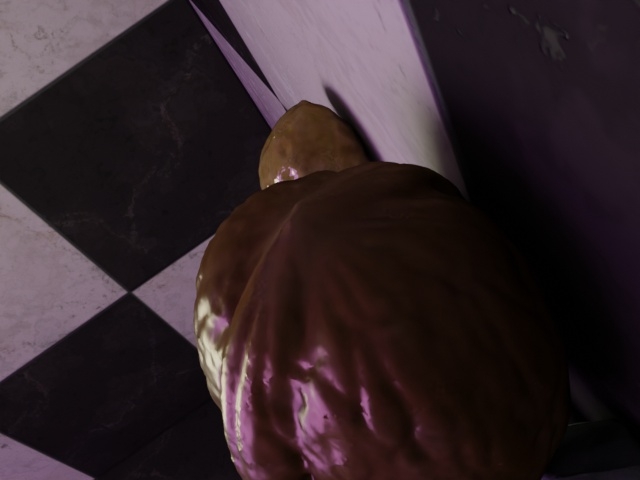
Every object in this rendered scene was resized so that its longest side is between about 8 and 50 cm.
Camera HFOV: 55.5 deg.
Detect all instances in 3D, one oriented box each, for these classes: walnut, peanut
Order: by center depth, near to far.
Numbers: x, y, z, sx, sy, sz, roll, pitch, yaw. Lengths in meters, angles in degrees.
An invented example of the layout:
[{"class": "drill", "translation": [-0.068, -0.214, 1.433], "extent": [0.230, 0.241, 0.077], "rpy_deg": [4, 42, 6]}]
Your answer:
[{"class": "walnut", "translation": [0.045, 0.087, 0.503], "extent": [0.333, 0.332, 0.333], "rpy_deg": [55, 180, 1]}, {"class": "peanut", "translation": [0.000, 0.000, 0.854], "extent": [0.192, 0.169, 0.387], "rpy_deg": [-43, -52, -63]}]

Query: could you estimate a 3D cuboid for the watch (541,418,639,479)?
[{"class": "watch", "translation": [0.269, 0.280, 0.504], "extent": [0.253, 0.161, 0.241], "rpy_deg": [-101, -12, -76]}]
